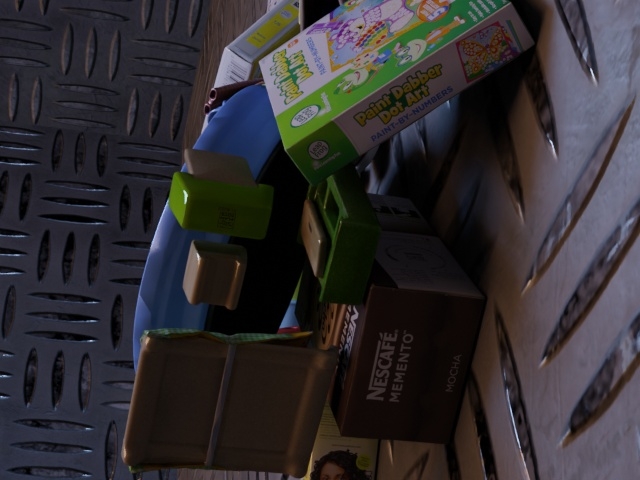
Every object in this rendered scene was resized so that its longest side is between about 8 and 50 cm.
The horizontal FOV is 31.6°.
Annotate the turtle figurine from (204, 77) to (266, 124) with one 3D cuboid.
[{"bbox_3d":[-0.025,-0.182,1.774,0.266,0.275,0.197,-23,-83,-82],"label":"turtle figurine"}]

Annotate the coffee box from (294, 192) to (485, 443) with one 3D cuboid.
[{"bbox_3d":[0.062,0.071,1.218,0.297,0.119,0.168,-117,37,-67],"label":"coffee box"}]

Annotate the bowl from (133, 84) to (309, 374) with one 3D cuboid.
[{"bbox_3d":[-0.092,0.015,1.318,0.391,0.077,0.391,19,-90,-77],"label":"bowl"}]

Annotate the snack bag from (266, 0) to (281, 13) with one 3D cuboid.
[{"bbox_3d":[-0.080,-0.578,2.344,0.323,0.037,0.342,-132,50,-73],"label":"snack bag"}]

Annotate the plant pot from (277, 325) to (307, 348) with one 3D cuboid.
[{"bbox_3d":[-0.048,0.209,1.534,0.191,0.174,0.191,-176,90,-77],"label":"plant pot"}]

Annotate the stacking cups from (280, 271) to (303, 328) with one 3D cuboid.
[{"bbox_3d":[-0.055,0.110,1.772,0.096,0.096,0.316,-120,38,-69],"label":"stacking cups"}]

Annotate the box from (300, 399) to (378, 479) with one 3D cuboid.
[{"bbox_3d":[0.025,0.245,1.386,0.058,0.087,0.232,-177,92,-79],"label":"box"}]

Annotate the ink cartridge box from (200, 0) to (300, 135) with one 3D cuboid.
[{"bbox_3d":[-0.085,-0.300,1.992,0.307,0.072,0.303,-45,-13,-35],"label":"ink cartridge box"}]

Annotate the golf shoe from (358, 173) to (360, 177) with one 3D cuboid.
[{"bbox_3d":[0.027,-0.047,1.609,0.176,0.069,0.086,121,130,-65],"label":"golf shoe"}]

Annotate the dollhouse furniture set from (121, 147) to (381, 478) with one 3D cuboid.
[{"bbox_3d":[-0.080,0.072,1.122,0.151,0.198,0.301,-113,34,-62],"label":"dollhouse furniture set"}]

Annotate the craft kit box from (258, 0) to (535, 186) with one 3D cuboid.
[{"bbox_3d":[0.063,-0.188,1.134,0.247,0.061,0.250,-35,28,9],"label":"craft kit box"}]

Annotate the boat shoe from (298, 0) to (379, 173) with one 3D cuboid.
[{"bbox_3d":[0.021,-0.239,1.536,0.117,0.097,0.324,-27,51,41],"label":"boat shoe"}]
